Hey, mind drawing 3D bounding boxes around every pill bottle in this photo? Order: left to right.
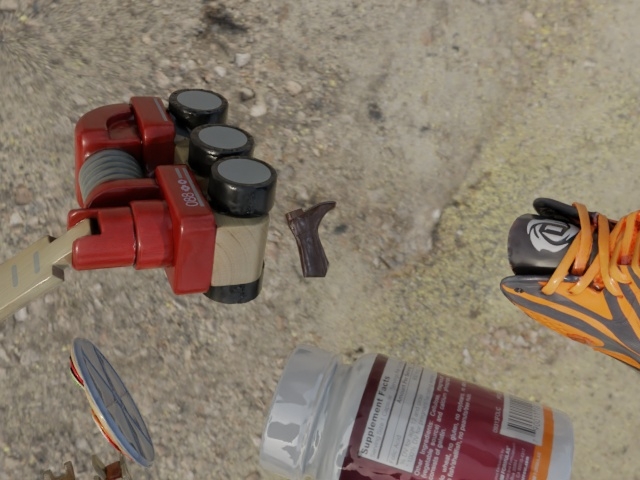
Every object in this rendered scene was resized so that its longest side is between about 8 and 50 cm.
[{"bbox_3d":[0.128,0.290,1.027,0.392,0.224,0.224,16,99,11],"label":"pill bottle"}]

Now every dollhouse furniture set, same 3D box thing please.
[{"bbox_3d":[-0.471,0.543,1.382,0.262,0.259,0.135,-20,112,-14],"label":"dollhouse furniture set"}]

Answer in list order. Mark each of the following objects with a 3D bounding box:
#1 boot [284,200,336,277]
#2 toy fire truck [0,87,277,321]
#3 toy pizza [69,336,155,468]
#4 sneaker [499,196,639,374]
[{"bbox_3d":[0.000,0.000,1.165,0.106,0.037,0.114,-19,87,-34],"label":"boot"},{"bbox_3d":[-0.186,-0.022,0.641,0.246,0.217,0.158,-5,126,-24],"label":"toy fire truck"},{"bbox_3d":[-0.285,0.222,0.986,0.032,0.201,0.201,-30,114,-9],"label":"toy pizza"},{"bbox_3d":[0.212,0.011,0.484,0.124,0.180,0.321,-58,157,-25],"label":"sneaker"}]
